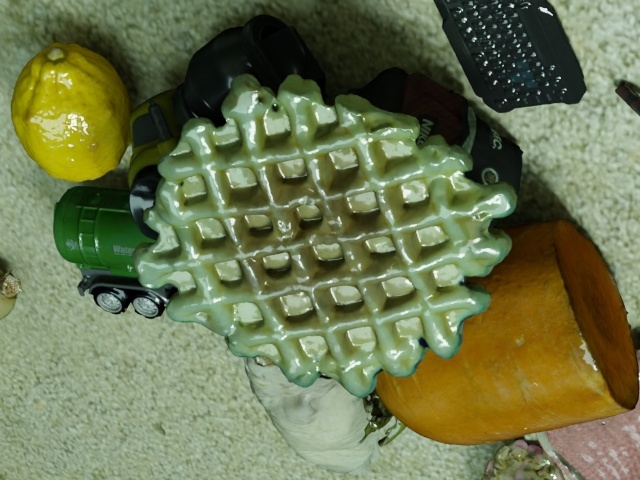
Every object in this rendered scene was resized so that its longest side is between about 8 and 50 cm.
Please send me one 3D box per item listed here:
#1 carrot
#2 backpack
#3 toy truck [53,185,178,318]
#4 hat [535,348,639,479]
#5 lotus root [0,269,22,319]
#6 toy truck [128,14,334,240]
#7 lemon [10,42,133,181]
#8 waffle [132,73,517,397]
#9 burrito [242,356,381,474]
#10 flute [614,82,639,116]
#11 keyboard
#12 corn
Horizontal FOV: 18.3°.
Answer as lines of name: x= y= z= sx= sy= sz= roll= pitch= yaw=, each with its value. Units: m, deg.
carrot: x=0.153 y=0.089 z=1.853 sx=0.331 sy=0.214 sz=0.193 roll=-20 pitch=107 yaw=38
backpack: x=0.102 y=-0.076 z=1.749 sx=0.165 sy=0.120 sz=0.106 roll=20 pitch=145 yaw=-21
toy truck: x=-0.147 y=0.007 z=1.984 sx=0.242 sy=0.101 sz=0.125 roll=6 pitch=135 yaw=21
hat: x=0.354 y=0.218 z=1.964 sx=0.236 sy=0.107 sz=0.286 roll=-21 pitch=112 yaw=30
lotus root: x=-0.381 y=0.062 z=2.196 sx=0.150 sy=0.062 sz=0.073 roll=-15 pitch=128 yaw=41
toy truck: x=-0.089 y=-0.104 z=1.811 sx=0.224 sy=0.147 sz=0.165 roll=-16 pitch=100 yaw=40
lemon: x=-0.234 y=-0.122 z=1.865 sx=0.114 sy=0.114 sz=0.155 roll=7 pitch=143 yaw=20
waffle: x=0.000 y=0.000 z=1.700 sx=0.309 sy=0.056 sz=0.292 roll=23 pitch=125 yaw=-9
burrito: x=-0.005 y=0.163 z=2.042 sx=0.117 sy=0.076 sz=0.392 roll=6 pitch=157 yaw=12
flute: x=0.337 y=-0.037 z=1.641 sx=0.269 sy=0.014 sz=0.014 roll=49 pitch=147 yaw=21
keyboard: x=0.136 y=-0.207 z=1.655 sx=0.106 sy=0.016 sz=0.262 roll=-4 pitch=134 yaw=31
corn: x=0.233 y=0.356 z=2.186 sx=0.126 sy=0.127 sz=0.335 roll=11 pitch=136 yaw=16
